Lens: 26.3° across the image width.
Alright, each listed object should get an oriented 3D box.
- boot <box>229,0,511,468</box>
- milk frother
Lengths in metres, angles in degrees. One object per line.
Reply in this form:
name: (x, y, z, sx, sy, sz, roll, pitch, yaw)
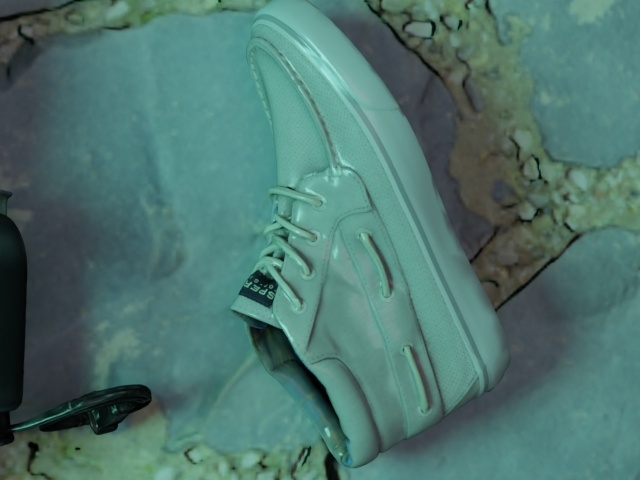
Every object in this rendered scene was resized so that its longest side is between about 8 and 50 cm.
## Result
boot: (0.000, 0.000, 0.764, 0.123, 0.095, 0.258, -32, 98, -20)
milk frother: (-0.169, 0.041, 0.730, 0.143, 0.129, 0.135, 1, 88, -58)
